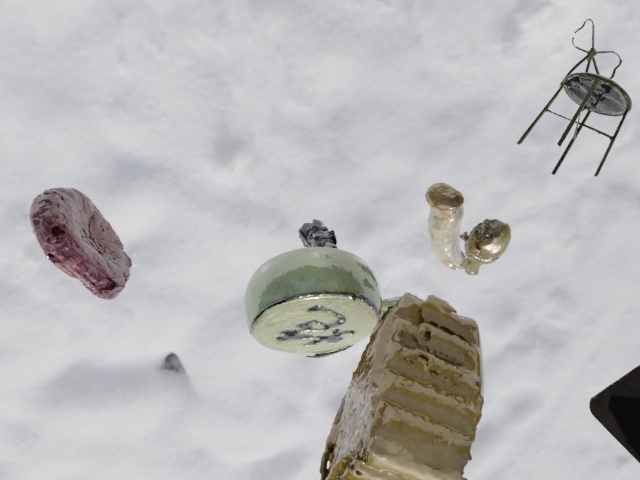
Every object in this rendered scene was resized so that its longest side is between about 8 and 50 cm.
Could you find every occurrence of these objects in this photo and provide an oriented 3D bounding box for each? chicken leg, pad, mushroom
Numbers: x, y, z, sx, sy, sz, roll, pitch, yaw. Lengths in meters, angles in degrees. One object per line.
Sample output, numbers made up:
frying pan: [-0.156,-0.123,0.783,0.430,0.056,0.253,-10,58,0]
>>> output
chicken leg: [0.409,0.022,1.233,0.103,0.228,0.088,4,60,-10]
pad: [0.642,0.294,0.851,0.267,0.181,0.004,-29,136,-8]
mushroom: [0.380,-0.032,1.432,0.095,0.122,0.351,-50,142,-20]

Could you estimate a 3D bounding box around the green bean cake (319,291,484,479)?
green bean cake: [0.097,0.203,0.566,0.131,0.224,0.230,23,133,4]

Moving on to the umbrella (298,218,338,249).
umbrella: [0.000,0.000,1.658,0.118,0.340,0.118,-3,102,-12]

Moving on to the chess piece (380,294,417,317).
chess piece: [0.238,0.285,1.377,0.133,0.133,0.243,-10,84,-2]

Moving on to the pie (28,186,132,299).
pie: [-0.285,0.000,0.582,0.038,0.153,0.154,-32,105,3]

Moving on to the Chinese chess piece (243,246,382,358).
Chinese chess piece: [-0.018,0.166,1.203,0.349,0.146,0.349,-5,142,-4]

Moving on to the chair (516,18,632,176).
chair: [0.580,-0.310,1.022,0.159,0.170,0.326,32,91,-20]
